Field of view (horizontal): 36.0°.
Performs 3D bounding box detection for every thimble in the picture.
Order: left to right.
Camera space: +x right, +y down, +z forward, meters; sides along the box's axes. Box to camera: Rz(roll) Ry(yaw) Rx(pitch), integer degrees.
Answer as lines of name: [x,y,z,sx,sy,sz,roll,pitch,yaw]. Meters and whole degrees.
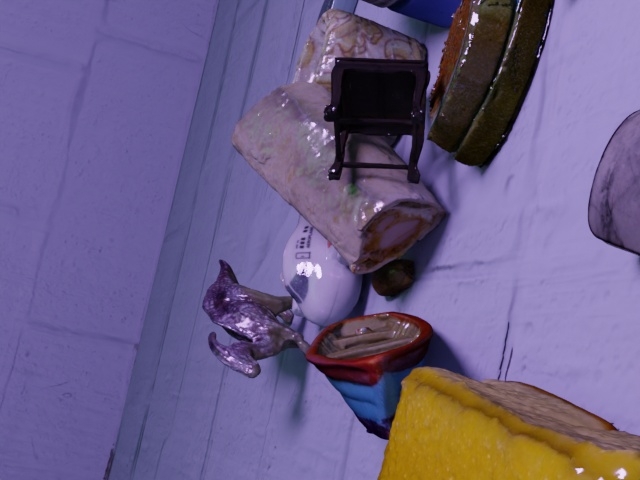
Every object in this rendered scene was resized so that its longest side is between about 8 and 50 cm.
thimble: [0.044,-0.206,1.340,0.137,0.144,0.190,-108,37,-58]

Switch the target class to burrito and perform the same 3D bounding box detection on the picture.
burrito: [0.011,-0.090,1.203,0.143,0.105,0.299,-49,51,8]

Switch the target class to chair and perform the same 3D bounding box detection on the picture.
chair: [0.070,-0.172,1.125,0.113,0.106,0.229,87,-171,-45]

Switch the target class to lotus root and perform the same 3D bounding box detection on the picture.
lotus root: [0.084,0.047,1.206,0.083,0.030,0.037,146,134,-64]

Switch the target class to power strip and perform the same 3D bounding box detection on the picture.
power strip: [0.029,-0.370,1.668,0.137,0.044,0.215,155,127,-67]

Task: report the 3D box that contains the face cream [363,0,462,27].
face cream: [0.099,-0.414,1.221,0.249,0.225,0.248,-166,90,-70]

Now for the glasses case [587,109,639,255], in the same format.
glasses case: [0.282,-0.021,0.634,0.299,0.060,0.114,-145,71,-70]

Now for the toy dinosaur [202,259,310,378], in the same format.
toy dinosaur: [-0.091,0.116,1.450,0.294,0.162,0.077,-128,55,-68]

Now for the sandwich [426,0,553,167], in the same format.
sandwich: [0.174,-0.213,1.069,0.159,0.079,0.235,-109,38,-60]

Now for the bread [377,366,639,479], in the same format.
bread: [0.136,0.274,0.702,0.324,0.143,0.332,-158,83,-70]

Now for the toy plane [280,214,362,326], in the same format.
toy plane: [0.004,0.001,1.344,0.252,0.118,0.252,-168,90,-71]

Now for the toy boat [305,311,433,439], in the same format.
toy boat: [0.055,0.124,1.008,0.392,0.136,0.079,-98,-6,-87]
